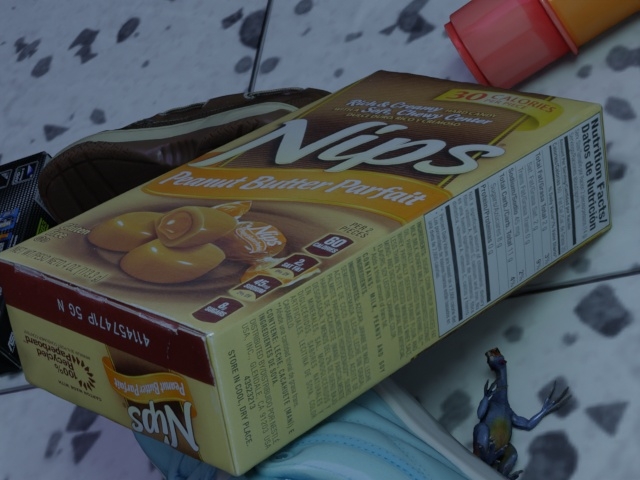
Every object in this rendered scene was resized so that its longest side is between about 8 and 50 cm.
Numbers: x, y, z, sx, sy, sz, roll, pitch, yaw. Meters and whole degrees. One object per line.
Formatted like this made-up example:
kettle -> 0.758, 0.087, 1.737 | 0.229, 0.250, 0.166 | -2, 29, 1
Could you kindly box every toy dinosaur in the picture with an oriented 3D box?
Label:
toy dinosaur -> 0.093, 0.100, 0.821 | 0.090, 0.047, 0.082 | -40, 22, 16

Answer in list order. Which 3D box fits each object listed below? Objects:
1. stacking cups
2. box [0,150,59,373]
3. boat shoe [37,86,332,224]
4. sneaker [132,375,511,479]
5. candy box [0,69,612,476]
stacking cups -> 0.229, -0.203, 0.953 | 0.316, 0.096, 0.096 | -32, 42, 16
box -> -0.297, 0.032, 1.158 | 0.184, 0.045, 0.191 | -13, 48, 25
boat shoe -> -0.089, -0.057, 1.065 | 0.257, 0.095, 0.095 | -6, 29, 34
sneaker -> -0.016, 0.127, 0.769 | 0.366, 0.150, 0.135 | 22, 95, 45
candy box -> 0.000, 0.000, 0.830 | 0.183, 0.088, 0.316 | 16, 35, 43
